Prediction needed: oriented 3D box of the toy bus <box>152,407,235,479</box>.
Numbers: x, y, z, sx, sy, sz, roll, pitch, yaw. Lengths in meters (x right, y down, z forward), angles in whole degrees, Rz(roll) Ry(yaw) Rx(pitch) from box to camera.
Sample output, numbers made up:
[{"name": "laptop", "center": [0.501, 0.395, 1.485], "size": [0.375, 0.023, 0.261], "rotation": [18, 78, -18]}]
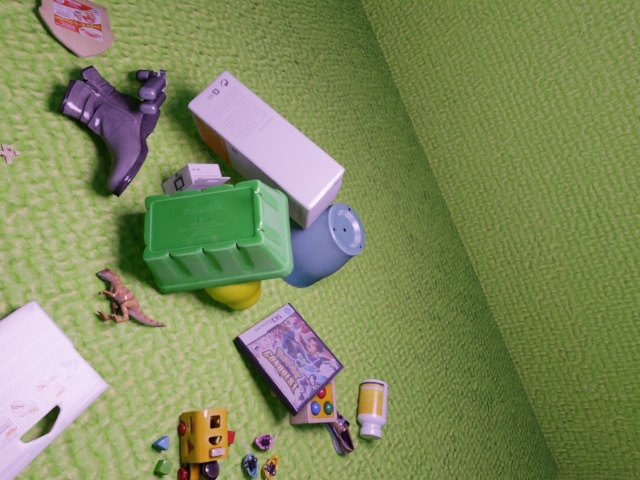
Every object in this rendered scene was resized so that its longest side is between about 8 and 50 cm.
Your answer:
[{"name": "toy bus", "center": [-0.274, 0.502, 1.059], "size": [0.202, 0.104, 0.191], "rotation": [53, 41, -16]}]

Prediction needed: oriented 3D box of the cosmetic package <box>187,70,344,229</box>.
[{"name": "cosmetic package", "center": [-0.158, -0.256, 1.312], "size": [0.453, 0.230, 0.161], "rotation": [40, 77, 6]}]

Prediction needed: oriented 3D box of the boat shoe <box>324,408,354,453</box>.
[{"name": "boat shoe", "center": [0.062, 0.599, 1.429], "size": [0.066, 0.066, 0.183], "rotation": [-25, 92, -52]}]

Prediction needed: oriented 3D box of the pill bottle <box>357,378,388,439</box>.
[{"name": "pill bottle", "center": [0.183, 0.591, 1.545], "size": [0.103, 0.103, 0.184], "rotation": [37, 47, -32]}]

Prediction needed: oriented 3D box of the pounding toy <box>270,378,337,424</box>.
[{"name": "pounding toy", "center": [-0.048, 0.462, 1.347], "size": [0.205, 0.094, 0.181], "rotation": [20, 58, -43]}]

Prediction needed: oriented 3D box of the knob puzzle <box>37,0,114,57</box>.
[{"name": "knob puzzle", "center": [-0.661, -0.579, 1.199], "size": [0.213, 0.029, 0.214], "rotation": [26, 54, -40]}]

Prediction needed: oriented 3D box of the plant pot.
[{"name": "plant pot", "center": [0.000, 0.000, 1.501], "size": [0.271, 0.255, 0.272], "rotation": [24, 56, -40]}]

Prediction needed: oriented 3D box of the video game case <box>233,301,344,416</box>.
[{"name": "video game case", "center": [-0.088, 0.343, 1.328], "size": [0.275, 0.035, 0.248], "rotation": [48, 37, 12]}]

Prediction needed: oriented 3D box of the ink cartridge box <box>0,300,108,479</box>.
[{"name": "ink cartridge box", "center": [-0.591, 0.290, 0.833], "size": [0.239, 0.060, 0.275], "rotation": [57, 39, -14]}]

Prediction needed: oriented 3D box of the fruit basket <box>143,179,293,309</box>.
[{"name": "fruit basket", "center": [-0.252, 0.026, 1.184], "size": [0.391, 0.391, 0.283], "rotation": [14, 61, -45]}]

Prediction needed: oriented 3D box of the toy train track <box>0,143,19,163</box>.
[{"name": "toy train track", "center": [-0.708, -0.193, 0.969], "size": [0.083, 0.014, 0.048], "rotation": [-15, 83, -51]}]

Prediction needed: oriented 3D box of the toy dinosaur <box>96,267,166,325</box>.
[{"name": "toy dinosaur", "center": [-0.456, 0.157, 1.050], "size": [0.212, 0.064, 0.112], "rotation": [55, 39, -15]}]

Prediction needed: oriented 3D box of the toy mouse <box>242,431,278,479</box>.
[{"name": "toy mouse", "center": [-0.170, 0.582, 1.197], "size": [0.143, 0.031, 0.161], "rotation": [46, 43, -25]}]

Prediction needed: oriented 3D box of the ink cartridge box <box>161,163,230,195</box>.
[{"name": "ink cartridge box", "center": [-0.349, -0.167, 1.238], "size": [0.104, 0.180, 0.060], "rotation": [-11, 80, -51]}]

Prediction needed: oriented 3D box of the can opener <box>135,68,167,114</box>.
[{"name": "can opener", "center": [-0.479, -0.419, 1.222], "size": [0.094, 0.076, 0.284], "rotation": [3, 30, -11]}]

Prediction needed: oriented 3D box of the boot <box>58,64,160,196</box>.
[{"name": "boot", "center": [-0.557, -0.278, 1.122], "size": [0.222, 0.118, 0.339], "rotation": [29, 39, -34]}]
